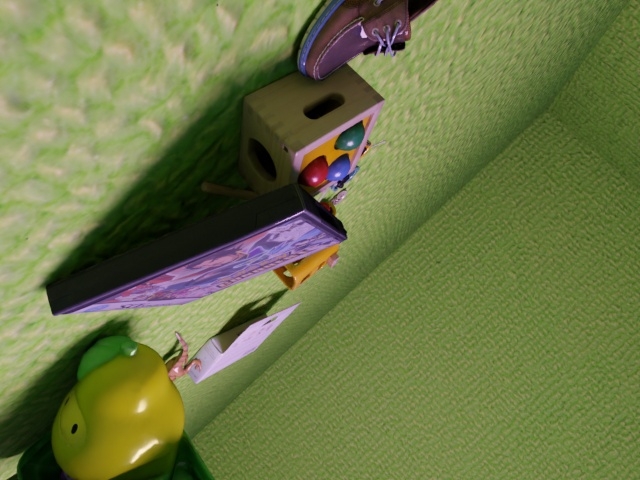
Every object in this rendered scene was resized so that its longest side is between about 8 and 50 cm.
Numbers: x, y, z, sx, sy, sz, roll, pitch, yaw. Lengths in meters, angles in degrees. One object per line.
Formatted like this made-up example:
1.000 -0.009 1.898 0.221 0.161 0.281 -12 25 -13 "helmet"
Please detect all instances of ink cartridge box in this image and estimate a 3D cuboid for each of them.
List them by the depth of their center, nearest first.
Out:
-0.202 0.251 1.192 0.239 0.060 0.275 -48 166 19 "ink cartridge box"

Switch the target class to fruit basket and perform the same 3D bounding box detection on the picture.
-0.306 0.332 0.654 0.282 0.392 0.392 -37 166 -23 "fruit basket"

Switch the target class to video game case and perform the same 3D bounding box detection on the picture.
-0.116 0.023 0.527 0.274 0.035 0.248 -21 170 9 "video game case"

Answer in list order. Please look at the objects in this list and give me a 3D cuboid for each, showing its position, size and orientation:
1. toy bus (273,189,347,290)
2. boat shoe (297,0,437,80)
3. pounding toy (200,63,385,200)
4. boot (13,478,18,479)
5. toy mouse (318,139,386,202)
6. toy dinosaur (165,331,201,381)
-0.010 0.009 0.874 0.202 0.104 0.191 -48 167 23 "toy bus"
0.058 -0.215 0.421 0.183 0.066 0.066 -44 167 4 "boat shoe"
-0.039 -0.078 0.517 0.181 0.094 0.206 -36 166 -26 "pounding toy"
-0.628 0.560 0.836 0.337 0.118 0.223 -18 159 -34 "boot"
0.023 -0.114 0.732 0.161 0.031 0.143 -25 158 -53 "toy mouse"
-0.301 0.263 0.922 0.211 0.064 0.112 -48 165 21 "toy dinosaur"
